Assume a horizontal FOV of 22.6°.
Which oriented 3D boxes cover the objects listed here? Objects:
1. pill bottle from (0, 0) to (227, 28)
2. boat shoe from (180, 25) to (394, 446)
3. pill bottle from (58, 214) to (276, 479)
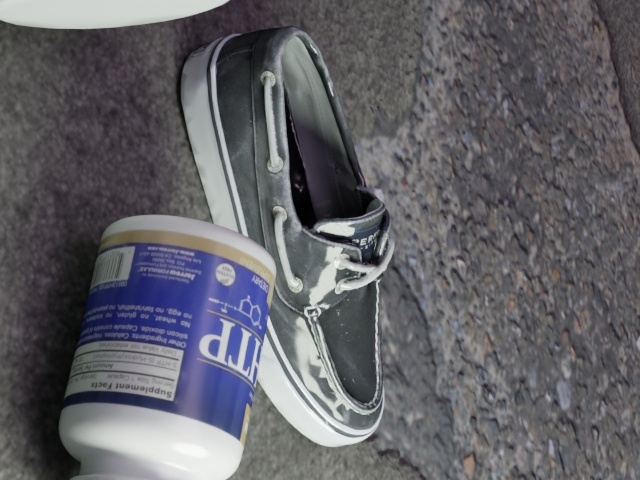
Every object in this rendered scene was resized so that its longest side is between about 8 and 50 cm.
[{"bbox_3d":[-0.135,-0.298,0.914,0.188,0.188,0.333,-3,86,-51],"label":"pill bottle"},{"bbox_3d":[0.000,0.000,1.094,0.108,0.102,0.301,-26,104,-49],"label":"boat shoe"},{"bbox_3d":[-0.095,0.089,0.956,0.112,0.112,0.186,31,61,-44],"label":"pill bottle"}]
